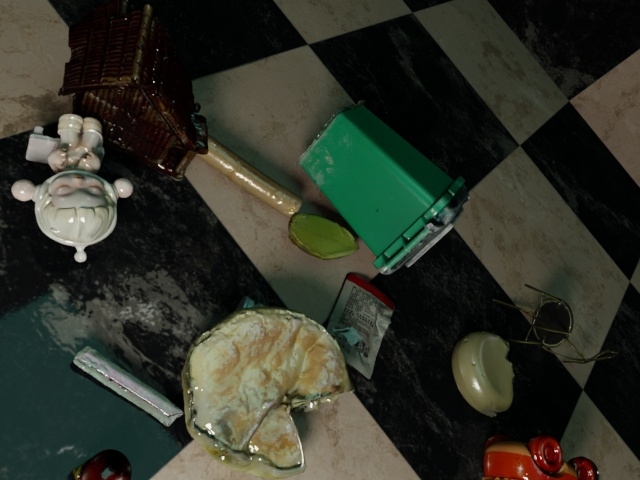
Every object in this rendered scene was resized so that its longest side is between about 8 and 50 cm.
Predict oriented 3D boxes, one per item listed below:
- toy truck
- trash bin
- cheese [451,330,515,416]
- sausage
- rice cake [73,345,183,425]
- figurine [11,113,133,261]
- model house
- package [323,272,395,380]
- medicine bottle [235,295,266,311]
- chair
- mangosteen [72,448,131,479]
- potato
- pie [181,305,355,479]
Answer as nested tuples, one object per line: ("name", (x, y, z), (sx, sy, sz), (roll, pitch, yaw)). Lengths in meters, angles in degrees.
("toy truck", (0.468, 0.570, 1.202), (0.265, 0.189, 0.239), (31, 60, -17))
("trash bin", (0.143, -0.130, 1.328), (0.381, 0.259, 0.295), (44, 32, 4))
("cheese", (0.411, 0.336, 1.357), (0.175, 0.091, 0.202), (17, 57, -27))
("sausage", (-0.174, -0.153, 1.259), (0.301, 0.066, 0.065), (32, 50, -13))
("rice cake", (-0.329, 0.252, 0.928), (0.208, 0.033, 0.033), (38, 39, -11))
("figurine", (-0.456, -0.091, 0.986), (0.182, 0.145, 0.256), (21, 48, -50))
("model house", (-0.348, -0.337, 1.076), (0.297, 0.282, 0.317), (11, 61, -21))
("package", (0.093, 0.193, 1.259), (0.154, 0.030, 0.239), (37, 49, -10))
("medicine bottle", (-0.085, 0.180, 1.129), (0.191, 0.051, 0.051), (32, 50, -16))
("chair", (0.665, 0.247, 1.550), (0.326, 0.160, 0.170), (15, 57, -22))
("mangosteen", (-0.332, 0.361, 0.832), (0.081, 0.081, 0.081), (17, 55, -26))
("potato", (0.000, 0.000, 1.296), (0.198, 0.054, 0.119), (6, 55, -38))
("pie", (-0.101, 0.267, 1.019), (0.338, 0.075, 0.337), (9, 66, -20))
